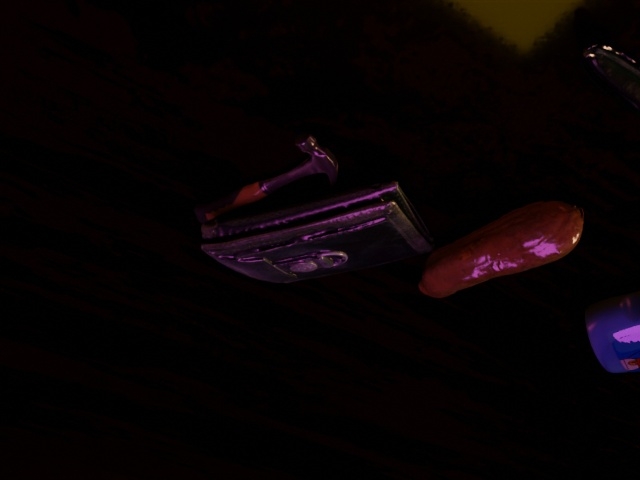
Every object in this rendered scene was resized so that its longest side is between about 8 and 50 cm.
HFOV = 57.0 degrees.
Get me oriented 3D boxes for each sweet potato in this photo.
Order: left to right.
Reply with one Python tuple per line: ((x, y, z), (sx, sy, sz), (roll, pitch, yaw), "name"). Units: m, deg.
((0.184, 0.021, 0.666), (0.081, 0.062, 0.233), (12, 150, -37), "sweet potato")

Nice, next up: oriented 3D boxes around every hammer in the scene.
((-0.064, -0.055, 0.658), (0.201, 0.021, 0.078), (-20, 134, 34), "hammer")

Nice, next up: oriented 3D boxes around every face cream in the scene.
((0.459, 0.091, 0.685), (0.264, 0.083, 0.149), (-20, 138, 33), "face cream")

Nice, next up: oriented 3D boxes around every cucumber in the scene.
((0.278, -0.114, 0.496), (0.184, 0.033, 0.036), (30, 114, -25), "cucumber")

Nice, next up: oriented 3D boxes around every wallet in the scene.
((0.000, 0.002, 0.682), (0.236, 0.055, 0.160), (-9, 156, 23), "wallet")
